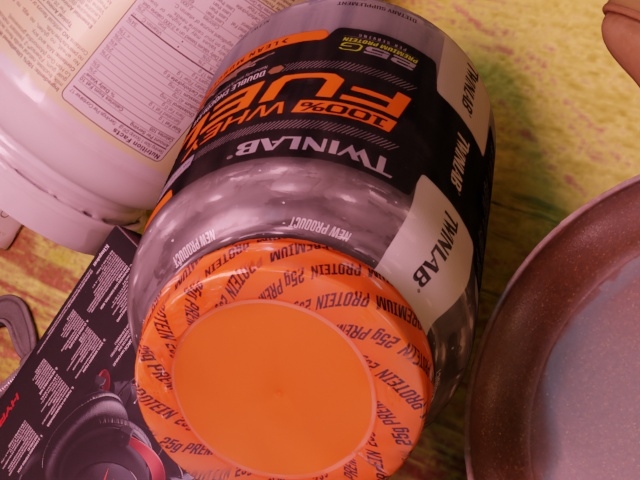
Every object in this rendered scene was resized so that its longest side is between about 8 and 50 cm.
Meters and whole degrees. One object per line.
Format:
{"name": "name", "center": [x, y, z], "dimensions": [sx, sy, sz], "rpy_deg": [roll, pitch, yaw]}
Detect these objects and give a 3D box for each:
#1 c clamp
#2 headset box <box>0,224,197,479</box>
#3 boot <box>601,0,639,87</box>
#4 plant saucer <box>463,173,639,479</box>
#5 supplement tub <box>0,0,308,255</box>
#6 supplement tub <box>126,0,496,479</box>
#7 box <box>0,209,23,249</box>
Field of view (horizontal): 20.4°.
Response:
{"name": "c clamp", "center": [-0.281, 0.118, 1.504], "dimensions": [0.161, 0.022, 0.137], "rpy_deg": [-37, 54, 22]}
{"name": "headset box", "center": [-0.099, 0.162, 1.282], "dimensions": [0.293, 0.110, 0.218], "rpy_deg": [41, 101, 41]}
{"name": "boot", "center": [0.201, -0.001, 1.118], "dimensions": [0.236, 0.089, 0.269], "rpy_deg": [40, 101, 41]}
{"name": "plant saucer", "center": [0.235, 0.102, 0.987], "dimensions": [0.311, 0.050, 0.310], "rpy_deg": [-8, 68, 20]}
{"name": "supplement tub", "center": [-0.133, -0.172, 1.350], "dimensions": [0.325, 0.235, 0.235], "rpy_deg": [-49, 50, 14]}
{"name": "supplement tub", "center": [0.000, 0.000, 1.107], "dimensions": [0.207, 0.207, 0.338], "rpy_deg": [-35, 20, 24]}
{"name": "box", "center": [-0.308, -0.174, 1.611], "dimensions": [0.232, 0.058, 0.322], "rpy_deg": [-54, 51, 10]}
